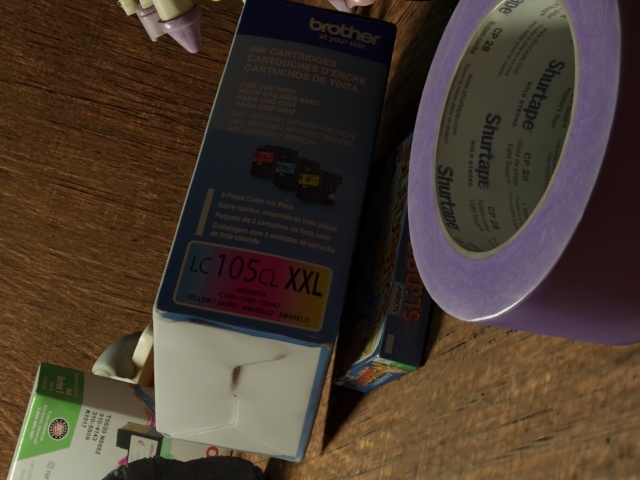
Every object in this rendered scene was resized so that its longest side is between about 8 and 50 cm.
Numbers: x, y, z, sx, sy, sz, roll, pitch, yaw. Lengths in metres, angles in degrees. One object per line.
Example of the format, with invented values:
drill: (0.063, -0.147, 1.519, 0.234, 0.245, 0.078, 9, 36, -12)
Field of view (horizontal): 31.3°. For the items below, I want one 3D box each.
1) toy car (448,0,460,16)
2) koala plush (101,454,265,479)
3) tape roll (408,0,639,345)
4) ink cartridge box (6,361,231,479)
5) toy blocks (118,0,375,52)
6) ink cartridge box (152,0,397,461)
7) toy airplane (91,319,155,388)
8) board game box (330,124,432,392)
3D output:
toy car: (0.145, -0.220, 0.903, 0.040, 0.060, 0.122, -27, -2, -39)
koala plush: (-0.171, 0.367, 1.244, 0.196, 0.203, 0.221, -90, 8, -57)
tape roll: (0.117, -0.048, 0.540, 0.189, 0.080, 0.189, -170, 90, -71)
ink cartridge box: (-0.276, 0.306, 1.568, 0.117, 0.278, 0.201, -125, 52, -72)
toy blocks: (-0.068, -0.267, 1.448, 0.260, 0.309, 0.288, 65, 178, -25)
ink cartridge box: (-0.036, -0.033, 1.061, 0.270, 0.151, 0.395, 103, 178, -59)
toy airplane: (-0.351, 0.307, 1.951, 0.384, 0.272, 0.386, -179, 105, -79)
board game box: (0.061, 0.014, 0.931, 0.136, 0.035, 0.201, 134, 151, -68)
